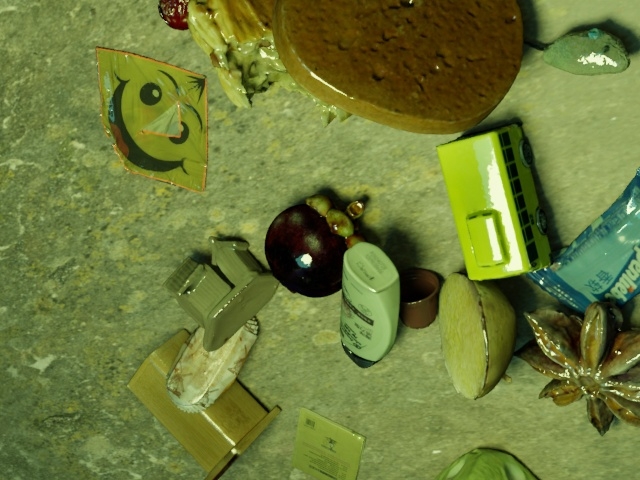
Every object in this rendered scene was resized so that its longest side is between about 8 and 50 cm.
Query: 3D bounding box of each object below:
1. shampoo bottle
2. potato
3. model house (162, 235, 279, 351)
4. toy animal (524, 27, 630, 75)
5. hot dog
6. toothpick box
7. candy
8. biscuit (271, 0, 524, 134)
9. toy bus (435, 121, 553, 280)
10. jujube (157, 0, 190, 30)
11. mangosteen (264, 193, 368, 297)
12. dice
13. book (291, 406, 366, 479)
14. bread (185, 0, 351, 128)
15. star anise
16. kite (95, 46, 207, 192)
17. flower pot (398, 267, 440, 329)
[{"bbox_3d":[0.095,0.145,1.866,0.134,0.078,0.359,46,158,23],"label":"shampoo bottle"},{"bbox_3d":[0.304,0.173,1.774,0.116,0.299,0.239,-2,78,-6],"label":"potato"},{"bbox_3d":[-0.224,0.098,2.071,0.229,0.122,0.188,-46,76,0],"label":"model house"},{"bbox_3d":[0.381,-0.319,1.554,0.253,0.070,0.079,28,98,31],"label":"toy animal"},{"bbox_3d":[-0.240,0.259,2.139,0.144,0.268,0.075,34,172,13],"label":"hot dog"},{"bbox_3d":[-0.282,0.382,2.259,0.308,0.190,0.187,44,131,6],"label":"toothpick box"},{"bbox_3d":[0.515,0.017,1.648,0.187,0.077,0.331,38,133,-1],"label":"candy"},{"bbox_3d":[0.129,-0.344,1.519,0.394,0.350,0.070,23,167,-6],"label":"biscuit"},{"bbox_3d":[0.300,-0.059,1.662,0.128,0.150,0.262,-12,95,34],"label":"toy bus"},{"bbox_3d":[-0.237,-0.470,1.803,0.104,0.104,0.166,41,119,4],"label":"jujube"},{"bbox_3d":[0.000,0.000,1.885,0.194,0.194,0.230,42,102,3],"label":"mangosteen"},{"bbox_3d":[0.325,0.602,1.977,0.254,0.252,0.250,44,130,0],"label":"dice"},{"bbox_3d":[0.015,0.492,2.247,0.168,0.013,0.192,22,125,18],"label":"book"},{"bbox_3d":[-0.009,-0.342,1.623,0.314,0.370,0.191,56,166,-3],"label":"bread"},{"bbox_3d":[0.503,0.224,1.731,0.332,0.117,0.331,28,145,22],"label":"star anise"},{"bbox_3d":[-0.343,-0.264,2.031,0.327,0.013,0.377,-28,98,38],"label":"kite"},{"bbox_3d":[0.185,0.121,1.888,0.111,0.111,0.089,6,130,28],"label":"flower pot"}]
